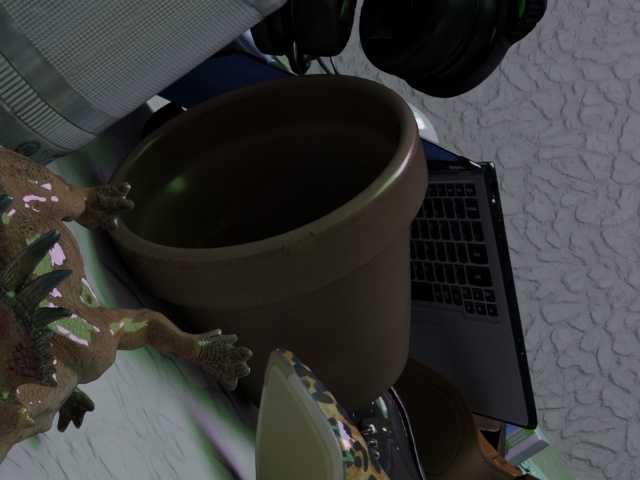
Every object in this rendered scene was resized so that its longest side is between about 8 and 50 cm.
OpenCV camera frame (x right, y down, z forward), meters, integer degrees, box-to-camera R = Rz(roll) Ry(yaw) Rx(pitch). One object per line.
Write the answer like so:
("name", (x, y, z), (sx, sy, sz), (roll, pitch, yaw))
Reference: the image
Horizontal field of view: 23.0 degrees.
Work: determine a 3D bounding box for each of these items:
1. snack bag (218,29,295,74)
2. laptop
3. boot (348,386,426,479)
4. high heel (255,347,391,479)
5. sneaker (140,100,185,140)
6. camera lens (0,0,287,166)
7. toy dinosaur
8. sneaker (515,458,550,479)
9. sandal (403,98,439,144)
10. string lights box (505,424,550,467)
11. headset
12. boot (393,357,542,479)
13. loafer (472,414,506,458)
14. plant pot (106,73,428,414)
("snack bag", (-0.203, -0.272, 1.493), (0.342, 0.037, 0.323), (26, -10, 33))
("laptop", (0.000, 0.000, 1.611), (0.382, 0.236, 0.408), (-176, -106, -69))
("boot", (0.033, 0.197, 1.370), (0.263, 0.091, 0.229), (60, 8, 12))
("high heel", (0.046, 0.202, 1.224), (0.186, 0.093, 0.261), (-4, 72, -52))
("sneaker", (-0.134, -0.066, 1.582), (0.089, 0.051, 0.170), (51, 14, -30))
("camera lens", (-0.169, -0.190, 1.058), (0.219, 0.274, 0.219), (54, 9, -12))
("toy dinosaur", (-0.171, 0.013, 0.833), (0.200, 0.127, 0.296), (35, 16, -50))
("sneaker", (0.280, 0.360, 2.136), (0.256, 0.094, 0.151), (47, 1, 8))
("sandal", (0.052, -0.001, 1.890), (0.169, 0.102, 0.416), (30, -40, 30))
("string lights box", (0.171, 0.188, 2.043), (0.260, 0.133, 0.077), (58, 9, 20))
("headset", (0.043, -0.231, 1.341), (0.394, 0.243, 0.185), (148, -47, -68))
("boot", (0.128, 0.233, 1.642), (0.283, 0.109, 0.220), (33, -16, 1))
("loafer", (0.170, 0.168, 1.816), (0.130, 0.134, 0.366), (-96, 175, -55))
("plant pot", (-0.024, 0.024, 1.311), (0.263, 0.263, 0.229), (-111, -176, -57))
